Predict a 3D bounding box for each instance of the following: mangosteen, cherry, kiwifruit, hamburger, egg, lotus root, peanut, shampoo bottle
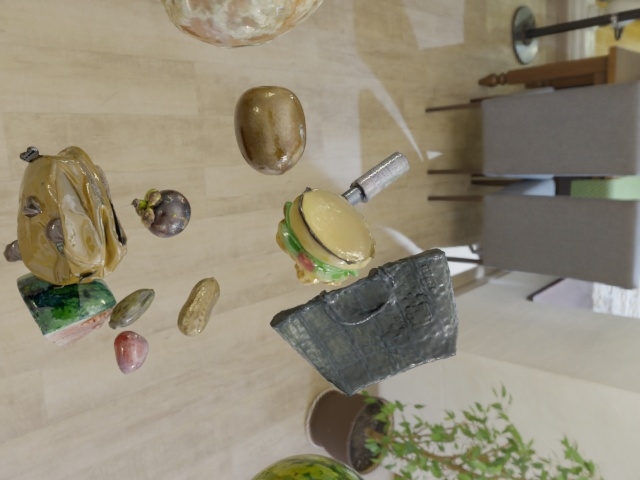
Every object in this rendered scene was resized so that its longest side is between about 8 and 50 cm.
[{"bbox_3d":[-0.594,-0.113,2.016,0.217,0.192,0.192,33,70,-41],"label":"mangosteen"},{"bbox_3d":[-0.553,0.323,1.599,0.106,0.086,0.126,18,42,-57],"label":"cherry"},{"bbox_3d":[-0.129,-0.283,1.418,0.196,0.195,0.234,-30,122,-41],"label":"kiwifruit"},{"bbox_3d":[0.000,0.000,1.248,0.237,0.149,0.237,26,40,-24],"label":"hamburger"},{"bbox_3d":[-0.079,-0.321,0.603,0.233,0.195,0.195,-37,125,-1],"label":"egg"},{"bbox_3d":[-0.625,0.222,1.795,0.080,0.089,0.179,43,68,5],"label":"lotus root"},{"bbox_3d":[-0.386,0.209,1.730,0.095,0.108,0.226,24,48,-7],"label":"peanut"},{"bbox_3d":[0.143,-0.157,1.441,0.214,0.072,0.072,-36,120,-22],"label":"shampoo bottle"}]

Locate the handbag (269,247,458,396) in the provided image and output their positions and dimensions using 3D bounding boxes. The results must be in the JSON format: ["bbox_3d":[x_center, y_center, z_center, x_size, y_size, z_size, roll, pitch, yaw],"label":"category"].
[{"bbox_3d":[0.078,0.118,0.787,0.175,0.270,0.089,57,16,-31],"label":"handbag"}]

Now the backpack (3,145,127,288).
[{"bbox_3d":[-0.694,-0.061,1.466,0.201,0.353,0.379,-16,89,-54],"label":"backpack"}]

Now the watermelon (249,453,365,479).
[{"bbox_3d":[-0.029,0.499,0.887,0.285,0.285,0.286,-6,99,-46],"label":"watermelon"}]

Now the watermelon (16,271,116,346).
[{"bbox_3d":[-0.762,0.169,1.662,0.222,0.319,0.292,-27,70,-18],"label":"watermelon"}]
